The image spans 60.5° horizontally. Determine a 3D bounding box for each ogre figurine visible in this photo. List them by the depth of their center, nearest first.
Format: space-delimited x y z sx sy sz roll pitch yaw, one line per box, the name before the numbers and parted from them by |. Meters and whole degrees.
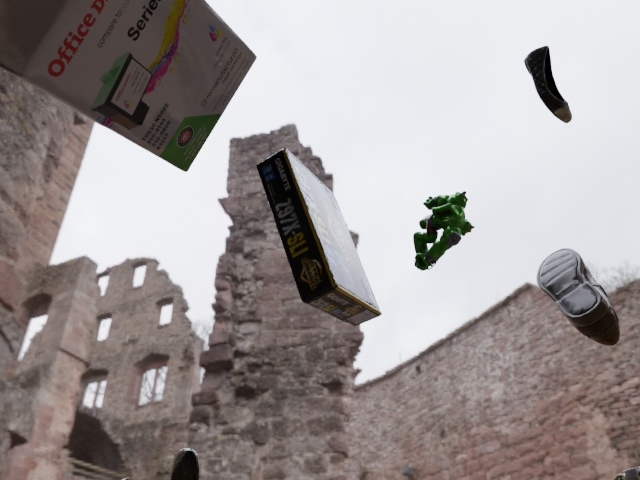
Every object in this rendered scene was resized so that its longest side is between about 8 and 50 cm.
ogre figurine | 0.263 -0.032 1.193 0.097 0.197 0.118 50 -40 -10

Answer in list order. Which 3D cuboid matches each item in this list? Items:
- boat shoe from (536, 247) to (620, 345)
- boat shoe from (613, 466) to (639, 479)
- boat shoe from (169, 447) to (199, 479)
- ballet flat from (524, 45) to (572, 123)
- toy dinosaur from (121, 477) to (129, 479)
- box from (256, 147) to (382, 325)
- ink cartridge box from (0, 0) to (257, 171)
boat shoe | 0.559 0.123 1.199 0.110 0.307 0.104 -37 -77 24
boat shoe | 0.595 0.453 0.994 0.324 0.096 0.117 -38 -50 -17
boat shoe | -0.222 0.407 0.866 0.056 0.152 0.049 4 -26 -12
ballet flat | 0.437 -0.298 1.043 0.057 0.173 0.049 7 -31 -42
toy dinosaur | -0.259 0.446 0.698 0.127 0.200 0.296 -8 -63 -40
box | 0.000 0.000 1.133 0.079 0.322 0.257 -29 -28 16
ink cartridge box | -0.235 -0.237 0.687 0.201 0.117 0.278 -58 -28 0
